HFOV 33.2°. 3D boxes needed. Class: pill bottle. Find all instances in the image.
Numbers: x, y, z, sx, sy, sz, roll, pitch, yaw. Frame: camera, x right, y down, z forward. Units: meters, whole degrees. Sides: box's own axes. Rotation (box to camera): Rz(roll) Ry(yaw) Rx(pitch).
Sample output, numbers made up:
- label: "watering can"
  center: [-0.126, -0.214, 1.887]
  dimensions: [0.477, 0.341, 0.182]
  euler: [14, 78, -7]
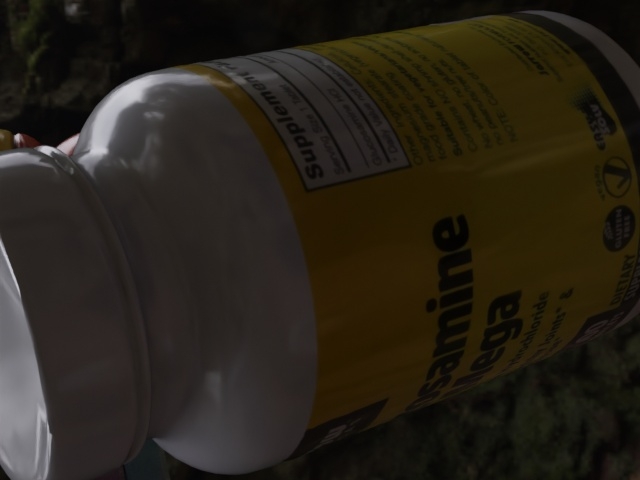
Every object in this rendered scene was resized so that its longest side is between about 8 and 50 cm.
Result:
- label: "pill bottle"
  center: [0.000, 0.000, 0.522]
  dimensions: [0.334, 0.188, 0.188]
  euler: [-16, -70, -30]

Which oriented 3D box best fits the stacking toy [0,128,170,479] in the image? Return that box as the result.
- label: "stacking toy"
  center: [-0.141, 0.083, 0.713]
  dimensions: [0.279, 0.130, 0.309]
  euler: [-130, 31, -66]
